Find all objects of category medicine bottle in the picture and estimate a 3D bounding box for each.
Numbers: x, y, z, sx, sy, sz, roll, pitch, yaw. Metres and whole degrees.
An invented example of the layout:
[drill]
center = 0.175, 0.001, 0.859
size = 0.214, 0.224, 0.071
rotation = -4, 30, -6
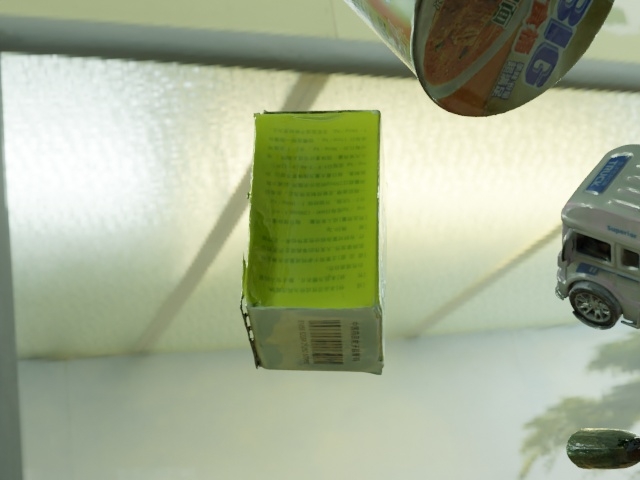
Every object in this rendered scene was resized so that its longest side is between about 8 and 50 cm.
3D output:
[medicine bottle]
center = 0.000, 0.000, 1.137
size = 0.141, 0.250, 0.137
rotation = 0, -32, 3

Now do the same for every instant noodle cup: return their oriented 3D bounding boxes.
[instant noodle cup]
center = 0.155, -0.307, 1.213
size = 0.296, 0.214, 0.296
rotation = -23, -45, -24

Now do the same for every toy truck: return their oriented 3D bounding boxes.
[toy truck]
center = 0.316, 0.010, 0.853
size = 0.268, 0.124, 0.155
rotation = 21, -36, 34

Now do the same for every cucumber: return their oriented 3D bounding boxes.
[cucumber]
center = 0.323, 0.232, 1.228
size = 0.048, 0.048, 0.105
rotation = 1, -9, -25
